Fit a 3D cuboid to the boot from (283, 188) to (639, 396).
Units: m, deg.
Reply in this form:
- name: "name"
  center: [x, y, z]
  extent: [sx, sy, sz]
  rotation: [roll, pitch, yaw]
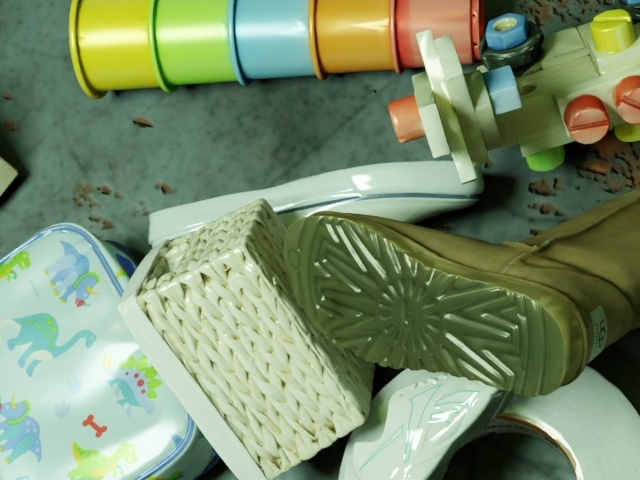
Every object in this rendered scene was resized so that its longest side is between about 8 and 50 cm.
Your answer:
- name: "boot"
  center: [0.145, 0.014, 0.952]
  extent: [0.236, 0.269, 0.089]
  rotation: [23, 119, 36]

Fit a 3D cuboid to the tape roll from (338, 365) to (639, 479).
- name: "tape roll"
  center: [0.124, 0.180, 0.981]
  extent: [0.219, 0.072, 0.219]
  rotation: [-4, 73, 13]

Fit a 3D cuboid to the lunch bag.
- name: "lunch bag"
  center: [-0.179, 0.108, 1.063]
  extent: [0.176, 0.090, 0.219]
  rotation: [-38, 67, 6]

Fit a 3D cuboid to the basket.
- name: "basket"
  center: [-0.044, 0.068, 0.990]
  extent: [0.103, 0.113, 0.167]
  rotation: [-29, 105, 15]

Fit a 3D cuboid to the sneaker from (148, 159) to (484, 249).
- name: "sneaker"
  center: [0.000, 0.000, 1.068]
  extent: [0.258, 0.094, 0.091]
  rotation: [-12, 86, 16]

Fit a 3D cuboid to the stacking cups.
- name: "stacking cups"
  center: [-0.033, -0.165, 1.112]
  extent: [0.316, 0.096, 0.096]
  rotation: [-2, 73, 13]

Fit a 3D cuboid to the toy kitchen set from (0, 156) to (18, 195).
- name: "toy kitchen set"
  center: [-0.385, -0.062, 1.176]
  extent: [0.207, 0.122, 0.166]
  rotation: [34, 83, 41]

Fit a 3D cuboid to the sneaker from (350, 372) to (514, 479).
- name: "sneaker"
  center: [0.080, 0.110, 0.946]
  extent: [0.061, 0.053, 0.152]
  rotation: [42, 87, 24]

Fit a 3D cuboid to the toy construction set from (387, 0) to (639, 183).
- name: "toy construction set"
  center: [0.206, -0.100, 0.976]
  extent: [0.328, 0.151, 0.215]
  rotation: [-5, 35, -1]
